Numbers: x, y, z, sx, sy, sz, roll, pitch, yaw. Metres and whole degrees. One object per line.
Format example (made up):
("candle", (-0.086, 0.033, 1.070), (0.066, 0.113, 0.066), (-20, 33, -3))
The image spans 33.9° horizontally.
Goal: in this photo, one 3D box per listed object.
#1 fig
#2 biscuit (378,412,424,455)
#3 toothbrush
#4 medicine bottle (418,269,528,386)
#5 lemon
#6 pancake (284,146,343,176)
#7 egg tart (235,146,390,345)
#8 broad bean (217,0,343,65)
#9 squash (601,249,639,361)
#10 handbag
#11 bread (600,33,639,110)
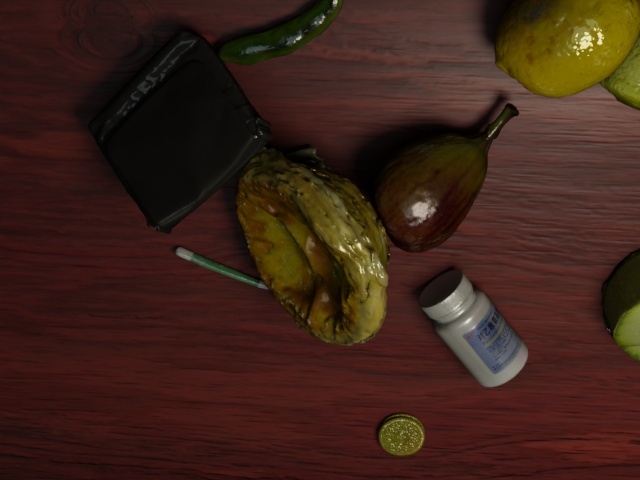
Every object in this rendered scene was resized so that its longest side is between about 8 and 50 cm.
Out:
("fig", (0.191, -0.107, 1.587), (0.274, 0.170, 0.145), (-44, 63, 5))
("biscuit", (0.144, 0.346, 1.873), (0.084, 0.023, 0.084), (2, 118, 4))
("toothbrush", (-0.122, 0.064, 1.755), (0.257, 0.018, 0.024), (23, 122, -8))
("medicine bottle", (0.250, 0.144, 1.723), (0.103, 0.102, 0.186), (-33, 109, 18))
("lemon", (0.346, -0.291, 1.473), (0.207, 0.170, 0.170), (-37, 109, 27))
("pancake", (-0.021, -0.083, 1.672), (0.116, 0.022, 0.129), (-36, 111, 22))
("egg tart", (-0.001, -0.001, 1.583), (0.132, 0.341, 0.341), (-30, 117, -26))
("broad bean", (-0.049, -0.313, 1.554), (0.227, 0.039, 0.069), (-31, 117, 16))
("squash", (0.570, 0.122, 1.685), (0.220, 0.133, 0.220), (0, 121, 0))
("handbag", (-0.207, -0.161, 1.570), (0.247, 0.080, 0.223), (-41, 74, 20))
("bread", (0.480, -0.241, 1.523), (0.129, 0.111, 0.114), (19, 108, -11))
